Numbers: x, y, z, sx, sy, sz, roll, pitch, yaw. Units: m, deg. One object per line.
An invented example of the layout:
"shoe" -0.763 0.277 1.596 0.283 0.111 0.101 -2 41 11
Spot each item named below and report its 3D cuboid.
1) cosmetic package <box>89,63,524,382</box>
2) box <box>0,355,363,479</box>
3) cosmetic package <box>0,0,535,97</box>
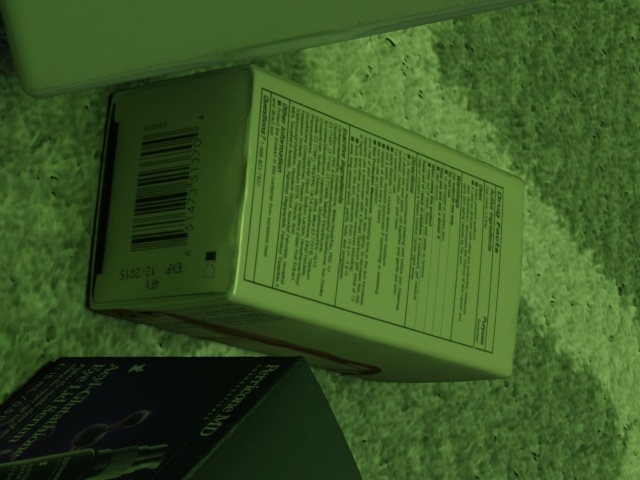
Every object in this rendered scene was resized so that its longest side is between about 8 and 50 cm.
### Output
"cosmetic package" 0.000 0.000 1.227 0.296 0.129 0.153 20 70 -47
"box" -0.103 0.148 1.026 0.153 0.207 0.108 -45 120 -43
"cosmetic package" -0.004 -0.318 1.044 0.327 0.329 0.394 -34 114 -65
